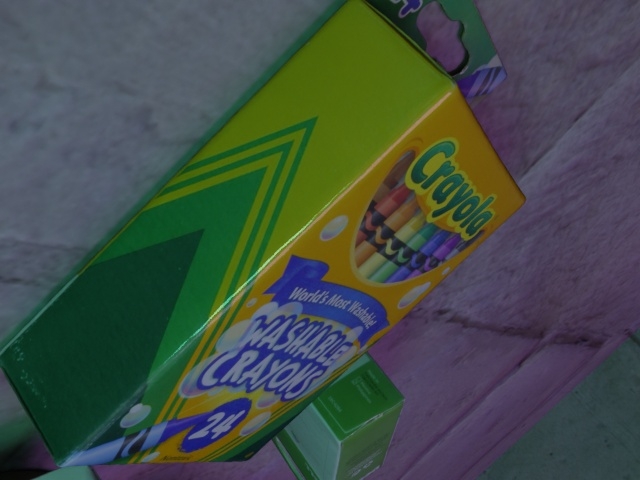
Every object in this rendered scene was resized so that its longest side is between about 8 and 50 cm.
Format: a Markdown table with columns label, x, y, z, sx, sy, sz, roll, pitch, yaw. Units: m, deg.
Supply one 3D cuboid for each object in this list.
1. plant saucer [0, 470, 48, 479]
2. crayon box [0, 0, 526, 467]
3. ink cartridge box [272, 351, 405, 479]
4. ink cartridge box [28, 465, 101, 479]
| label | x | y | z | sx | sy | sz | roll | pitch | yaw |
| --- | --- | --- | --- | --- | --- | --- | --- | --- | --- |
| plant saucer | -0.287 | 0.261 | 0.563 | 0.278 | 0.041 | 0.278 | -31 | 154 | -17 |
| crayon box | 0.000 | 0.000 | 0.488 | 0.323 | 0.083 | 0.203 | -45 | 154 | 8 |
| ink cartridge box | 0.003 | 0.150 | 0.700 | 0.062 | 0.109 | 0.209 | -29 | 152 | -21 |
| ink cartridge box | -0.232 | 0.286 | 0.493 | 0.207 | 0.117 | 0.283 | -15 | 145 | -42 |
